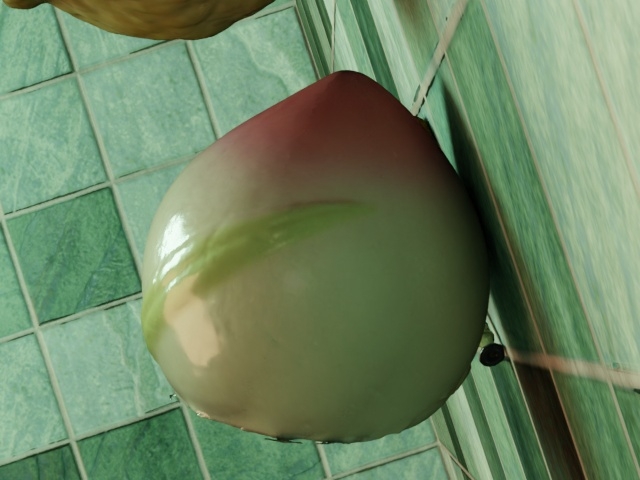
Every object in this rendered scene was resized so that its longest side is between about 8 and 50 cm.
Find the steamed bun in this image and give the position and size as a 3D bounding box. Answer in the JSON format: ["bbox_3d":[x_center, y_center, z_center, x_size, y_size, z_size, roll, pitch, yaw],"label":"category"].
[{"bbox_3d":[0.000,0.000,1.327,0.309,0.309,0.309,162,90,-89],"label":"steamed bun"}]

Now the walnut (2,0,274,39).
[{"bbox_3d":[-0.154,-0.340,1.364,0.381,0.381,0.381,162,90,-89],"label":"walnut"}]

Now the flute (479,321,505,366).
[{"bbox_3d":[0.137,0.046,1.558,0.233,0.027,0.027,-108,1,-57],"label":"flute"}]

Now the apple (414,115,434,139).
[{"bbox_3d":[0.064,-0.035,1.531,0.147,0.163,0.146,50,-165,-5],"label":"apple"}]
